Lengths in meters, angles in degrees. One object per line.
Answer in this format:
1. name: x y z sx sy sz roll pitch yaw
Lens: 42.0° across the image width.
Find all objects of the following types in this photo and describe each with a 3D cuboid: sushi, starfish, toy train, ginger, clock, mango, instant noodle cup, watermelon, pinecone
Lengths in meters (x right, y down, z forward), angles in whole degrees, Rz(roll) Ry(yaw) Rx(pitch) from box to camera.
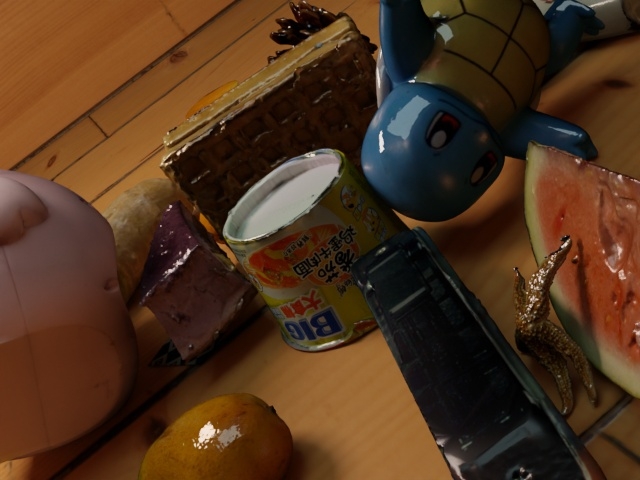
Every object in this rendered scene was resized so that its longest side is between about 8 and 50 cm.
1. sushi: -0.165 0.108 1.092 0.120 0.026 0.126 -10 34 43
2. starfish: 0.171 0.055 0.655 0.041 0.130 0.133 -9 29 -16
3. toy train: 0.115 0.109 0.668 0.086 0.089 0.409 -32 26 3
4. ginger: -0.328 0.022 1.331 0.190 0.126 0.354 -10 33 34
5. clock: -0.378 0.067 1.043 0.251 0.368 0.376 -14 40 -24
6. mango: -0.098 0.200 0.781 0.165 0.089 0.115 -16 41 42
7. instant noodle cup: 0.000 0.000 0.930 0.205 0.153 0.205 -27 27 15
8. watermelon: 0.265 0.019 0.599 0.129 0.159 0.303 -9 17 -10
9. pinecone: -0.007 -0.307 1.438 0.208 0.207 0.207 -28 26 15

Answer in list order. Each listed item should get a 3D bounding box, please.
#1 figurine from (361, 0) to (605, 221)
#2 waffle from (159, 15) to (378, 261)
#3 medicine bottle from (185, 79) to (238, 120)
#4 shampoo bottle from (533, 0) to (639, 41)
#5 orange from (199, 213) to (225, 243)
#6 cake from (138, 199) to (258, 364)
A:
1. figurine: 0.161 -0.216 0.934 0.243 0.298 0.416 -31 31 34
2. waffle: -0.036 -0.124 1.115 0.308 0.213 0.091 -30 30 9
3. medicine bottle: -0.109 -0.134 1.252 0.096 0.192 0.096 -28 25 14
4. shampoo bottle: 0.341 -0.327 1.166 0.153 0.071 0.284 -47 29 -26
5. orange: -0.139 -0.034 1.245 0.084 0.083 0.083 -28 26 15
6. cake: -0.150 0.025 1.055 0.113 0.116 0.295 -37 22 7
